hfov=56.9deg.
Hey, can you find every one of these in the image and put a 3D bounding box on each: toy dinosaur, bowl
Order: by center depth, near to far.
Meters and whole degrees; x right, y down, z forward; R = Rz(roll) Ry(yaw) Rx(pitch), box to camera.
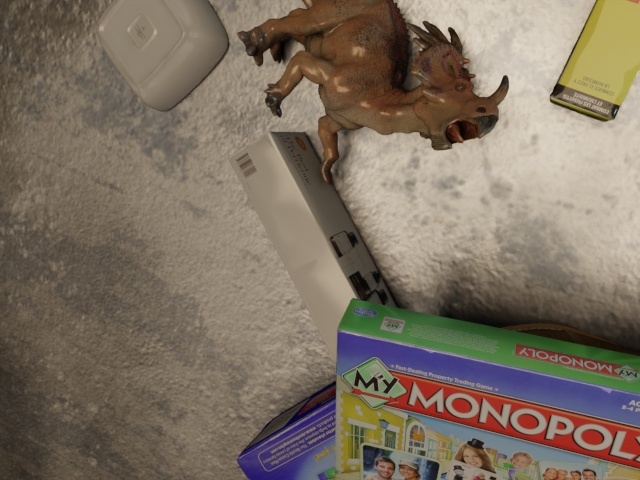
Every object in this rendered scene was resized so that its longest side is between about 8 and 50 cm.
[{"bbox_3d":[0.045,-0.188,0.574,0.200,0.127,0.296,-25,78,16],"label":"toy dinosaur"},{"bbox_3d":[-0.195,-0.241,0.690,0.142,0.053,0.142,-37,84,22],"label":"bowl"}]

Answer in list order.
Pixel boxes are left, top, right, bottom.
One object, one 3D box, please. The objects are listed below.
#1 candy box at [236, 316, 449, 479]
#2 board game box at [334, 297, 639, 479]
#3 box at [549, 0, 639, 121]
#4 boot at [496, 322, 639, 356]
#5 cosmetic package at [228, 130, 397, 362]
[{"bbox_3d":[0.110,0.288,0.628,0.268,0.122,0.317,-35,85,22],"label":"candy box"},{"bbox_3d":[0.167,0.172,0.466,0.317,0.046,0.214,10,122,17],"label":"board game box"},{"bbox_3d":[0.270,-0.218,0.493,0.058,0.087,0.233,27,109,15],"label":"box"},{"bbox_3d":[0.246,0.132,0.497,0.304,0.115,0.113,7,83,0],"label":"boot"},{"bbox_3d":[0.000,0.000,0.633,0.060,0.099,0.239,-28,89,21],"label":"cosmetic package"}]
